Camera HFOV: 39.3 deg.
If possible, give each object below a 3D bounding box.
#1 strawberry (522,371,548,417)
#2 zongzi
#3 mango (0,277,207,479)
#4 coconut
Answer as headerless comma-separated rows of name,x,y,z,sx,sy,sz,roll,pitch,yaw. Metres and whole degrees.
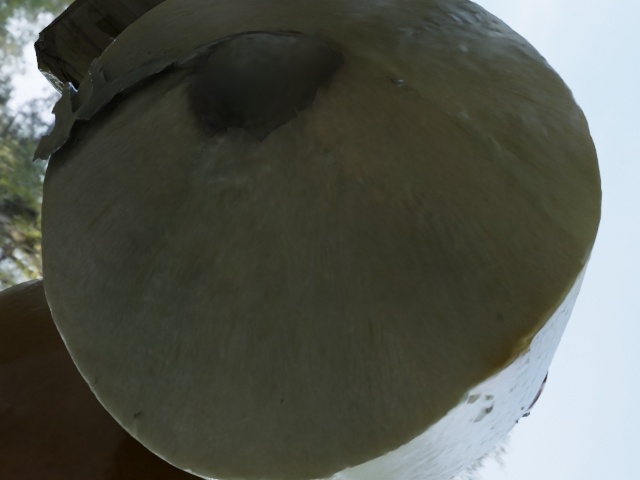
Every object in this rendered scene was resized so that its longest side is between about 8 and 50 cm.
strawberry,0.176,0.102,1.161,0.233,0.307,0.138,-7,-165,-10
zongzi,-0.073,-0.111,1.188,0.500,0.467,0.218,39,-86,12
mango,-0.195,0.176,0.696,0.300,0.232,0.446,-25,-142,-13
coconut,0.000,0.000,0.510,0.322,0.323,0.323,-14,-120,26
